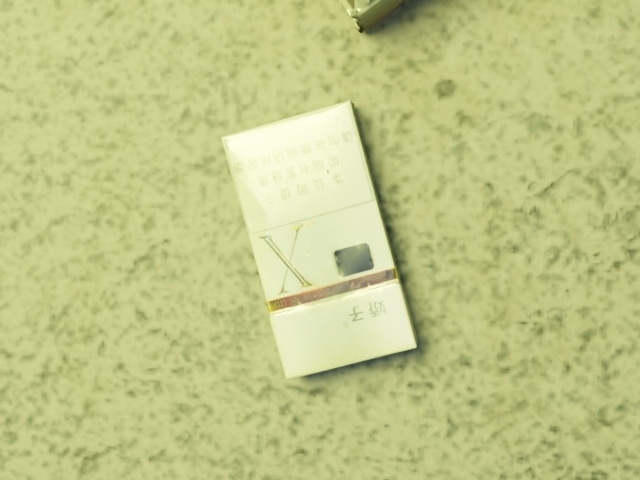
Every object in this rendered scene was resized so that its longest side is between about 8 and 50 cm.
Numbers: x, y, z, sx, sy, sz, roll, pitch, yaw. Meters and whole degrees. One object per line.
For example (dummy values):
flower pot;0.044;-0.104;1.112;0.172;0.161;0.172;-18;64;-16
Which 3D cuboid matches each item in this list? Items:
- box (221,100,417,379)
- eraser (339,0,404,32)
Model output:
box;0.000;0.000;0.711;0.083;0.040;0.155;-15;91;5
eraser;0.102;-0.256;0.663;0.287;0.086;0.130;-34;92;6
